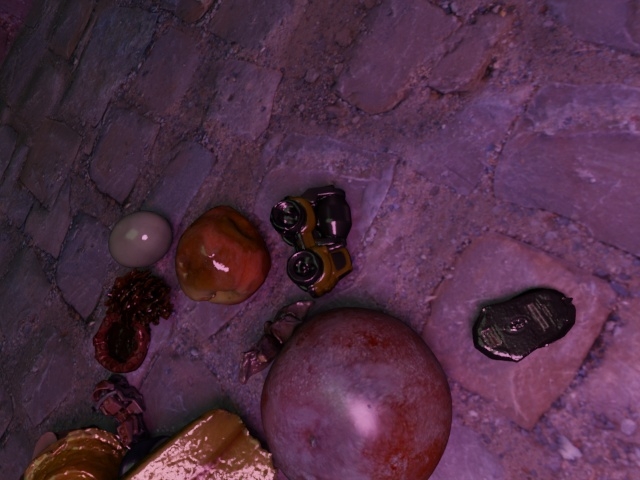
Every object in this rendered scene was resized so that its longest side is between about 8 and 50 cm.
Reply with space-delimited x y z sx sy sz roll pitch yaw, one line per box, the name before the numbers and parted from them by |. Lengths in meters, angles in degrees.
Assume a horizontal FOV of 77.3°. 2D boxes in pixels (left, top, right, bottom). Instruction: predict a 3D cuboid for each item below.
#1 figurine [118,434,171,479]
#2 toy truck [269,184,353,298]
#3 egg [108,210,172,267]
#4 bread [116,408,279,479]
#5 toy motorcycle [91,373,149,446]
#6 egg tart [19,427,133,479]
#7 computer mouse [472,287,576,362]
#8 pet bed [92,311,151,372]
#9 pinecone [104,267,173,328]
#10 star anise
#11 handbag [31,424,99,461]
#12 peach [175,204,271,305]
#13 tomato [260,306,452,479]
figurine | -0.381 0.577 0.932 0.146 0.145 0.222 -33 67 19
toy truck | 0.000 0.000 0.845 0.166 0.147 0.224 -18 73 1
egg | -0.497 -0.001 1.105 0.192 0.150 0.149 -34 65 28
bread | -0.279 0.509 0.740 0.362 0.245 0.233 -45 85 6
toy motorcycle | -0.526 0.442 1.046 0.084 0.118 0.212 -40 63 1
egg tart | -0.587 0.613 0.967 0.296 0.116 0.294 2 79 -13
computer mouse | 0.336 0.141 0.669 0.172 0.057 0.098 -29 65 9
pet bed | -0.564 0.283 1.141 0.202 0.053 0.200 -5 78 23
pinecone | -0.474 0.160 1.065 0.174 0.174 0.173 -6 77 28
star anise | -0.082 0.181 0.813 0.063 0.208 0.171 43 114 1
handbag | -0.686 0.617 1.101 0.205 0.116 0.179 44 102 29
peach | -0.232 0.027 0.922 0.214 0.214 0.235 -28 61 22
tomato | 0.057 0.270 0.676 0.317 0.283 0.315 1 93 27
